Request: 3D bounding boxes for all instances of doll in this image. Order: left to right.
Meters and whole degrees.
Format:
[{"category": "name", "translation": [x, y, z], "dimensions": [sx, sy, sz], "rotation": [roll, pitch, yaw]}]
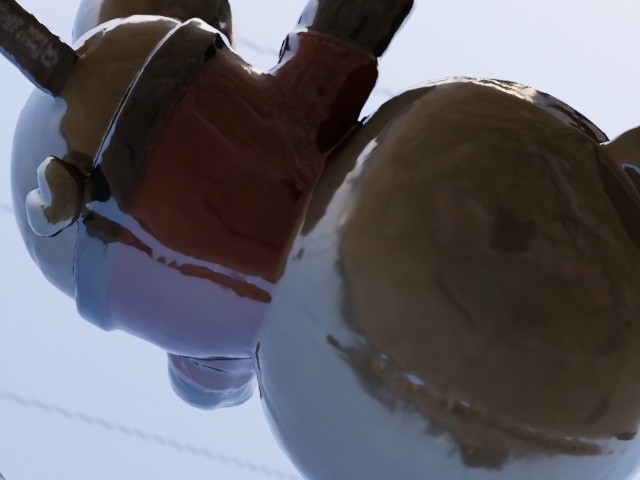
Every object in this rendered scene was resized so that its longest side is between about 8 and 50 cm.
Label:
[{"category": "doll", "translation": [0.000, 0.000, 0.774], "dimensions": [0.330, 0.235, 0.174], "rotation": [26, -162, 14]}]

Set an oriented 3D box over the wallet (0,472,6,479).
[{"category": "wallet", "translation": [-0.100, 0.013, 0.238], "dimensions": [0.222, 0.036, 0.167], "rotation": [44, -178, 19]}]
